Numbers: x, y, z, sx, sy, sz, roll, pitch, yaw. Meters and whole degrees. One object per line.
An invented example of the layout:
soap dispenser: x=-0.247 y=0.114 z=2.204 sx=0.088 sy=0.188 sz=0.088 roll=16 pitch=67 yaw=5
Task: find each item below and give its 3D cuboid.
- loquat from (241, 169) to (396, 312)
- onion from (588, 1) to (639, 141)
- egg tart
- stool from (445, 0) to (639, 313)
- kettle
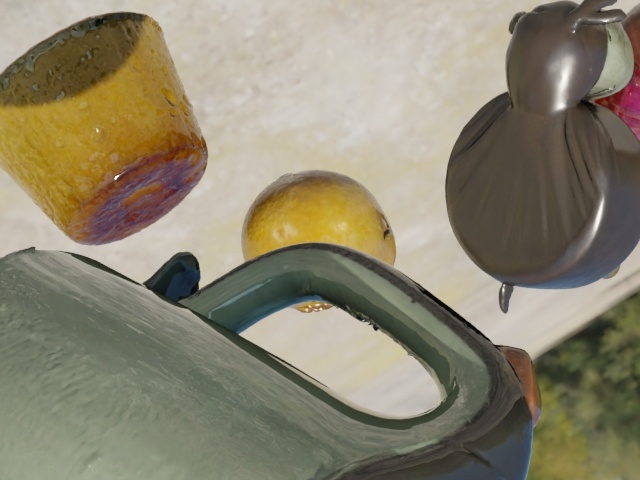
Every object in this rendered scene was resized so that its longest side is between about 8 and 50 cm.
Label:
loquat: x=0.000 y=0.000 z=1.295 sx=0.141 sy=0.141 sz=0.141 roll=-30 pitch=170 yaw=-6
onion: x=0.346 y=-0.132 z=1.201 sx=0.248 sy=0.248 sz=0.161 roll=-35 pitch=-160 yaw=23
egg tart: x=-0.194 y=-0.095 z=1.284 sx=0.203 sy=0.147 sz=0.202 roll=-32 pitch=163 yaw=-11
stool: x=0.158 y=-0.059 z=0.912 sx=0.121 sy=0.217 sz=0.125 roll=-1 pitch=-168 yaw=-45
kettle: x=-0.046 y=0.094 z=0.600 sx=0.255 sy=0.165 sz=0.240 roll=20 pitch=-119 yaw=46
